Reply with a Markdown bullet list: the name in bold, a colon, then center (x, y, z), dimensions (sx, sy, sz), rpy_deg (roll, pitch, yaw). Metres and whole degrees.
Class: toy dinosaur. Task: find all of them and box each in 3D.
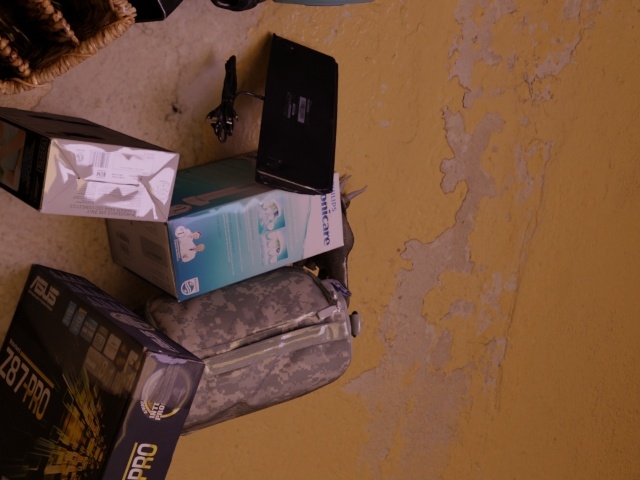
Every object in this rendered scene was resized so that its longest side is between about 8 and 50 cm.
- **toy dinosaur**: center (0.000, 0.000, 1.451), dimensions (0.121, 0.313, 0.160), rpy_deg (25, 112, -14)

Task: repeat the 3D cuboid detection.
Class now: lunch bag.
- **lunch bag**: center (-0.117, 0.156, 1.271), dimensions (0.305, 0.256, 0.212), rpy_deg (-14, 92, -20)

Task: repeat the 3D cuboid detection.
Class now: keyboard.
- **keyboard**: center (-0.069, -0.202, 1.317), dimensions (0.201, 0.317, 0.033), rpy_deg (18, 137, -16)

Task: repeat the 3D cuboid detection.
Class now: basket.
- **basket**: center (-0.411, -0.314, 1.018), dimensions (0.213, 0.223, 0.299), rpy_deg (-48, 128, -17)

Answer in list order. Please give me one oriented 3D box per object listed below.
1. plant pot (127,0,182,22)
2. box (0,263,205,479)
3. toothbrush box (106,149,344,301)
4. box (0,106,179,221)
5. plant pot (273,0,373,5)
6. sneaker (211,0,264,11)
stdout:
- **plant pot**: center (-0.248, -0.411, 1.153), dimensions (0.167, 0.187, 0.188), rpy_deg (-48, 128, -33)
- **box**: center (-0.327, 0.234, 1.140), dimensions (0.097, 0.395, 0.318), rpy_deg (22, 90, -39)
- **toothbrush box**: center (-0.145, -0.035, 1.317), dimensions (0.295, 0.216, 0.126), rpy_deg (-20, 116, -33)
- **box**: center (-0.325, -0.103, 1.107), dimensions (0.169, 0.290, 0.087), rpy_deg (3, 103, -41)
- **plant pot**: center (0.002, -0.523, 1.227), dimensions (0.341, 0.341, 0.334), rpy_deg (-19, 122, -32)
- **sneaker**: center (-0.129, -0.399, 1.105), dimensions (0.130, 0.087, 0.227), rpy_deg (-55, 139, -53)
